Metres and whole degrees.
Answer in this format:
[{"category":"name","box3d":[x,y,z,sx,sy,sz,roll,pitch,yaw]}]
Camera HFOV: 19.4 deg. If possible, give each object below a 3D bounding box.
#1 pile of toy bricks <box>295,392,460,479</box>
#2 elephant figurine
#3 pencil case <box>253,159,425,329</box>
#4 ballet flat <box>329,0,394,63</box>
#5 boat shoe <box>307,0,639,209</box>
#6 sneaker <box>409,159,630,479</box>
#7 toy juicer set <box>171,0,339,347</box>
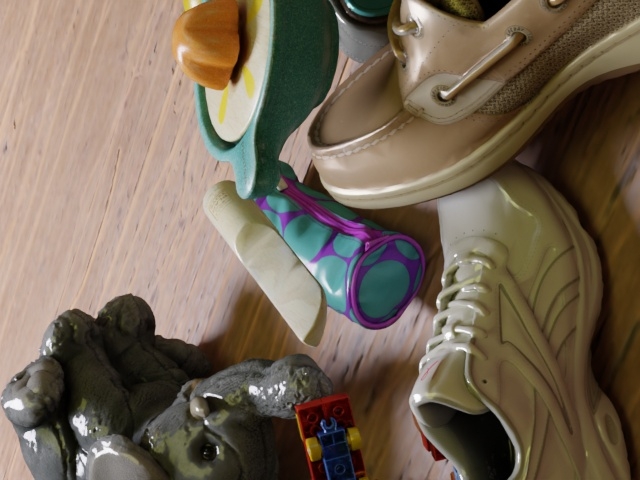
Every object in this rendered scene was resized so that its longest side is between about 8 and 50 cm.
[{"category":"pile of toy bricks","box3d":[0.043,0.181,1.143,0.105,0.118,0.212,-133,30,-75]},{"category":"elephant figurine","box3d":[-0.095,0.148,1.259,0.239,0.169,0.186,27,157,40]},{"category":"pencil case","box3d":[0.000,0.000,1.201,0.152,0.064,0.070,31,140,47]},{"category":"ballet flat","box3d":[0.006,-0.207,1.189,0.068,0.072,0.213,98,157,-66]},{"category":"boat shoe","box3d":[0.095,-0.125,1.007,0.341,0.110,0.121,-31,34,42]},{"category":"sneaker","box3d":[0.096,0.058,1.037,0.090,0.115,0.232,-30,68,48]},{"category":"toy juicer set","box3d":[-0.055,-0.111,1.101,0.209,0.089,0.329,-174,88,-68]}]
